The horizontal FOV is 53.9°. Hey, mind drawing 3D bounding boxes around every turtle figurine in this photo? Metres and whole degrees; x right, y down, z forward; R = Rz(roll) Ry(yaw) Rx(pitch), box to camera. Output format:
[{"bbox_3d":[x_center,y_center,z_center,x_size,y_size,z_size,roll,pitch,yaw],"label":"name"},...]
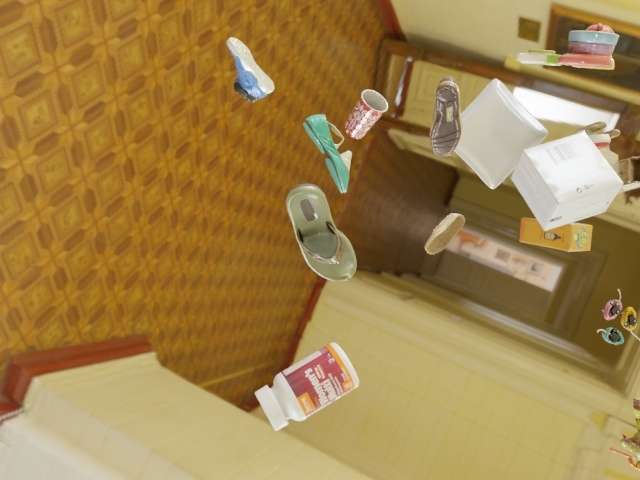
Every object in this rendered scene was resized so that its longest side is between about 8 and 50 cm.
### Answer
[{"bbox_3d":[0.910,0.559,1.775,0.269,0.087,0.217,-174,-90,-76],"label":"turtle figurine"}]

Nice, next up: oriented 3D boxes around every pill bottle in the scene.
[{"bbox_3d":[-0.032,0.340,1.457,0.221,0.121,0.121,-29,152,-12],"label":"pill bottle"}]

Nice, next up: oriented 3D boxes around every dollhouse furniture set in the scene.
[{"bbox_3d":[0.971,-0.255,2.039,0.161,0.242,0.212,-20,-121,54],"label":"dollhouse furniture set"}]

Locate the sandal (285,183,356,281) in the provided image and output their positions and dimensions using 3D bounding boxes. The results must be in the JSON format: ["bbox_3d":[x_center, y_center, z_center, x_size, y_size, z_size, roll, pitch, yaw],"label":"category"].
[{"bbox_3d":[-0.002,0.000,1.502,0.086,0.120,0.302,-106,170,-50],"label":"sandal"}]

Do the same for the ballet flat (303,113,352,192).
[{"bbox_3d":[0.042,-0.262,1.850,0.087,0.247,0.083,-30,-172,-5],"label":"ballet flat"}]

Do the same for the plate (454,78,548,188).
[{"bbox_3d":[0.600,-0.369,2.190,0.278,0.277,0.045,-46,-172,6],"label":"plate"}]

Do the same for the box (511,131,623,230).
[{"bbox_3d":[0.605,-0.148,1.560,0.181,0.181,0.119,-17,150,-9],"label":"box"}]

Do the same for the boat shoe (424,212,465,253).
[{"bbox_3d":[0.405,-0.024,2.093,0.170,0.059,0.063,-43,121,-5],"label":"boat shoe"}]

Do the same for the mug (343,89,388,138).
[{"bbox_3d":[0.184,-0.478,2.430,0.150,0.113,0.169,4,145,-30],"label":"mug"}]

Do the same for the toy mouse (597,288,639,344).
[{"bbox_3d":[0.754,0.210,1.623,0.143,0.031,0.161,-20,102,-22],"label":"toy mouse"}]

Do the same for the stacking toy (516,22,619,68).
[{"bbox_3d":[0.735,-0.585,1.861,0.309,0.280,0.130,-30,128,-64],"label":"stacking toy"}]

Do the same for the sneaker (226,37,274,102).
[{"bbox_3d":[-0.185,-0.390,1.465,0.085,0.152,0.058,-28,-154,29],"label":"sneaker"}]

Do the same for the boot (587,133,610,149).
[{"bbox_3d":[0.753,-0.212,1.867,0.088,0.244,0.176,-3,82,-36],"label":"boot"}]

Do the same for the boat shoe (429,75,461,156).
[{"bbox_3d":[0.390,-0.382,1.929,0.095,0.095,0.257,-76,170,-46],"label":"boat shoe"}]

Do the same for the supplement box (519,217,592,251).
[{"bbox_3d":[0.678,-0.019,1.825,0.233,0.080,0.078,-155,-112,-73],"label":"supplement box"}]
